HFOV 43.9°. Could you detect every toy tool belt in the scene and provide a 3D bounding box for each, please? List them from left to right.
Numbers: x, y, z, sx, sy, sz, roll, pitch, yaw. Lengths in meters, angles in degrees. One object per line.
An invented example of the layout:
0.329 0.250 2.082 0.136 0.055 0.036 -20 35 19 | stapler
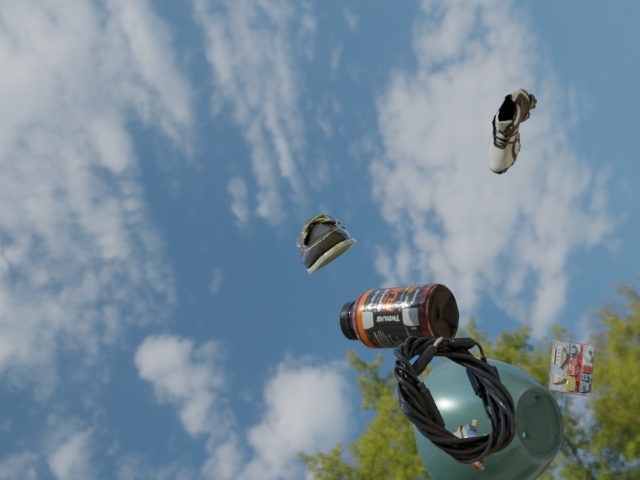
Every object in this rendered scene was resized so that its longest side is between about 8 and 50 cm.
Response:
0.267 0.348 1.366 0.051 0.083 0.052 -47 -59 8 | toy tool belt

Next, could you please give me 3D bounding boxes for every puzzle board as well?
0.602 0.304 1.903 0.011 0.096 0.128 67 -147 -61 | puzzle board

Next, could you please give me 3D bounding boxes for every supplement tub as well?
0.128 0.132 1.351 0.106 0.197 0.106 13 -107 -48 | supplement tub

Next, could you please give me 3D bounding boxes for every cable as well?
0.162 0.187 0.976 0.150 0.047 0.185 14 -139 -17 | cable

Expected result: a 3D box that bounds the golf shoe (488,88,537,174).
0.407 -0.244 1.775 0.093 0.077 0.198 -6 -63 -47 | golf shoe

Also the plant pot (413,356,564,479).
0.356 0.363 1.558 0.290 0.195 0.291 11 -110 -31 | plant pot

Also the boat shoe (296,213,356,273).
0.000 0.000 1.155 0.081 0.228 0.069 -32 -90 -2 | boat shoe
